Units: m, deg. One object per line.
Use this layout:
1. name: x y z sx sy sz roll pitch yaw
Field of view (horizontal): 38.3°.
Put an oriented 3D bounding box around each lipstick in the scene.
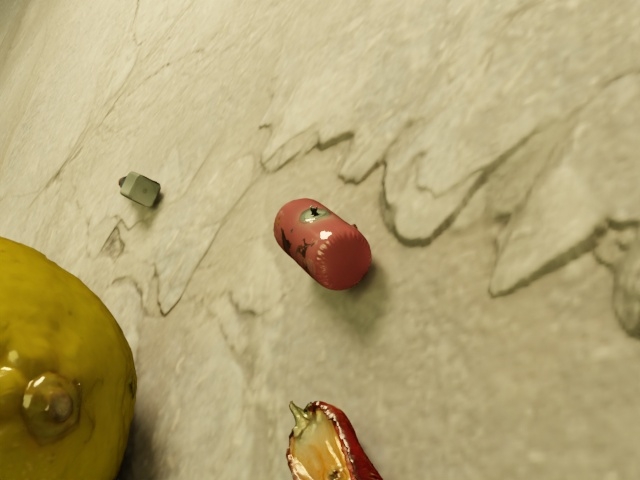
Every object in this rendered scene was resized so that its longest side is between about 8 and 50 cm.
1. lipstick: -0.181 -0.052 0.893 0.025 0.025 0.107 -64 24 -4

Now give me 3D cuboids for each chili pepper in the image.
1. chili pepper: 0.020 0.130 0.432 0.045 0.027 0.178 -59 29 13

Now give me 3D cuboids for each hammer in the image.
1. hammer: 0.000 0.000 0.557 0.043 0.043 0.083 -59 29 5

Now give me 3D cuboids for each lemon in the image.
1. lemon: -0.270 0.120 0.651 0.322 0.268 0.268 7 71 52
